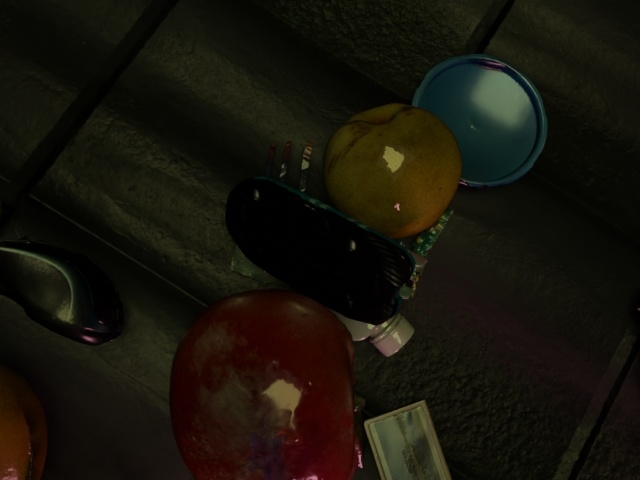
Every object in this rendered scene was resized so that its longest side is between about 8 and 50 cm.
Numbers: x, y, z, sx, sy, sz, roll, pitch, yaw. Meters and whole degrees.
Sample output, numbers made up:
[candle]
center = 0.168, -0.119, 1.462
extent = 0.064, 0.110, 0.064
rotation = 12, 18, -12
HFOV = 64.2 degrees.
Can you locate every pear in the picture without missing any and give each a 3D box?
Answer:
[pear]
center = 0.110, -0.100, 0.782
extent = 0.209, 0.209, 0.208
rotation = 1, 82, -5

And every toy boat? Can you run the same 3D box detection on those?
[toy boat]
center = 0.000, 0.000, 0.749
extent = 0.299, 0.092, 0.134
rotation = 29, 120, 21

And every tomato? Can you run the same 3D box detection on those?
[tomato]
center = -0.087, 0.241, 0.698
extent = 0.290, 0.176, 0.334
rotation = -4, 92, 9

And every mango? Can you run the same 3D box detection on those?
[mango]
center = -0.470, 0.282, 0.703
extent = 0.167, 0.136, 0.235
rotation = -4, 87, -9

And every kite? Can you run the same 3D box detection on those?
[kite]
center = -0.067, -0.051, 0.828
extent = 0.141, 0.015, 0.245
rotation = 4, 76, 19

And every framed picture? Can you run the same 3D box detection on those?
[framed picture]
center = 0.140, 0.342, 0.813
extent = 0.109, 0.011, 0.148
rotation = -18, 84, -8

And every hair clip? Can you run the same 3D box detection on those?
[hair clip]
center = 0.172, 0.014, 0.847
extent = 0.049, 0.049, 0.172
rotation = 29, 82, -1

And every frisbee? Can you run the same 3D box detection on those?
[frisbee]
center = 0.271, -0.205, 0.887
extent = 0.242, 0.045, 0.241
rotation = 1, 82, -6

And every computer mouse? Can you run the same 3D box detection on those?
[computer mouse]
center = -0.381, 0.059, 0.740
extent = 0.233, 0.137, 0.096
rotation = 34, 84, 1

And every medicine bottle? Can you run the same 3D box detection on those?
[medicine bottle]
center = 0.063, 0.097, 0.812
extent = 0.119, 0.069, 0.183
rotation = -44, 87, -6

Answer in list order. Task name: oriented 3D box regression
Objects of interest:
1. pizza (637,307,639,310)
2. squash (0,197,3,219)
[pizza]
center = 0.645, 0.264, 0.815
extent = 0.440, 0.130, 0.406
rotation = -34, 88, -9
[squash]
center = -0.566, -0.018, 0.763
extent = 0.188, 0.095, 0.095
rotation = -27, 85, -13
